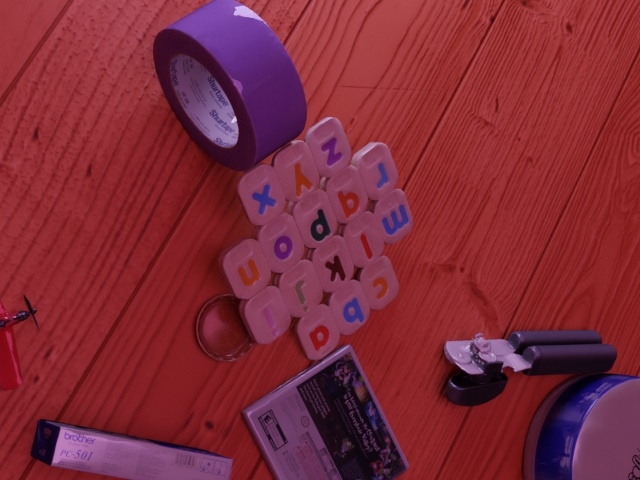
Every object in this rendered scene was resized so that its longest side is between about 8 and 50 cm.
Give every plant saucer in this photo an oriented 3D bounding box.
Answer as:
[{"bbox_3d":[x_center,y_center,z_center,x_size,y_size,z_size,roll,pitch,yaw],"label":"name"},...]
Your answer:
[{"bbox_3d":[-0.117,0.109,1.313,0.083,0.013,0.084,2,85,-29],"label":"plant saucer"}]

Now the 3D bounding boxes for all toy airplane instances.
[{"bbox_3d":[-0.383,0.101,1.164,0.151,0.028,0.151,3,83,-27],"label":"toy airplane"}]

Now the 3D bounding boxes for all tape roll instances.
[{"bbox_3d":[-0.107,-0.181,1.239,0.080,0.189,0.189,-37,104,-26],"label":"tape roll"}]

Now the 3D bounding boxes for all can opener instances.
[{"bbox_3d":[0.292,0.172,1.506,0.280,0.074,0.093,-3,122,-27],"label":"can opener"}]

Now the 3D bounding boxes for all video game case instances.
[{"bbox_3d":[0.009,0.258,1.366,0.173,0.022,0.190,-30,100,-26],"label":"video game case"}]

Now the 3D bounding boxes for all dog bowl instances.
[{"bbox_3d":[0.429,0.326,1.537,0.264,0.104,0.265,2,85,-28],"label":"dog bowl"}]

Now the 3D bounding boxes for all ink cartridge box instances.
[{"bbox_3d":[-0.214,0.246,1.205,0.207,0.097,0.046,17,79,-27],"label":"ink cartridge box"}]

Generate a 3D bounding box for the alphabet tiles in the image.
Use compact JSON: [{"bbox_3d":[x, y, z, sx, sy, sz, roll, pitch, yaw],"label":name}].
[{"bbox_3d":[0.000,0.000,1.340,0.284,0.021,0.278,-38,121,-26],"label":"alphabet tiles"}]
